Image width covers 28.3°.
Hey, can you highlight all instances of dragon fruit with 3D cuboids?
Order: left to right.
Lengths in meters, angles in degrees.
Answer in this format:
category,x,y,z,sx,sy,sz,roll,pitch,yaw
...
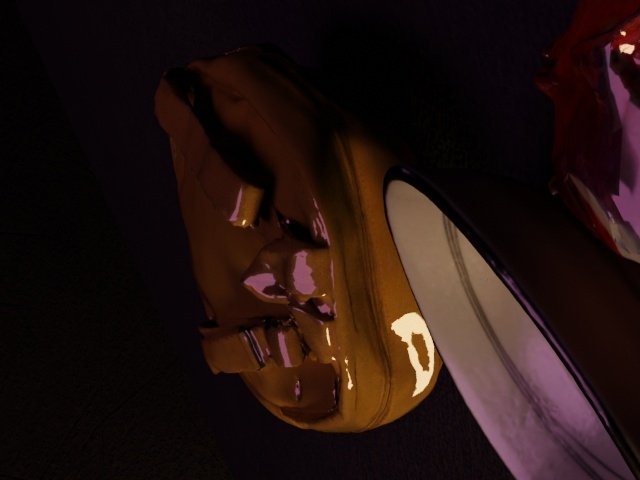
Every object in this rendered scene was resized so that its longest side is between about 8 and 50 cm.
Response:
category,x,y,z,sx,sy,sz,roll,pitch,yaw
dragon fruit,0.165,-0.086,0.577,0.274,0.126,0.161,39,147,57

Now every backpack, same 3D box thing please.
category,x,y,z,sx,sy,sz,roll,pitch,yaw
backpack,-0.005,0.004,1.075,0.378,0.201,0.354,-138,32,-60

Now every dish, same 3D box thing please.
category,x,y,z,sx,sy,sz,roll,pitch,yaw
dish,0.158,0.069,0.772,0.316,0.106,0.316,57,171,14
